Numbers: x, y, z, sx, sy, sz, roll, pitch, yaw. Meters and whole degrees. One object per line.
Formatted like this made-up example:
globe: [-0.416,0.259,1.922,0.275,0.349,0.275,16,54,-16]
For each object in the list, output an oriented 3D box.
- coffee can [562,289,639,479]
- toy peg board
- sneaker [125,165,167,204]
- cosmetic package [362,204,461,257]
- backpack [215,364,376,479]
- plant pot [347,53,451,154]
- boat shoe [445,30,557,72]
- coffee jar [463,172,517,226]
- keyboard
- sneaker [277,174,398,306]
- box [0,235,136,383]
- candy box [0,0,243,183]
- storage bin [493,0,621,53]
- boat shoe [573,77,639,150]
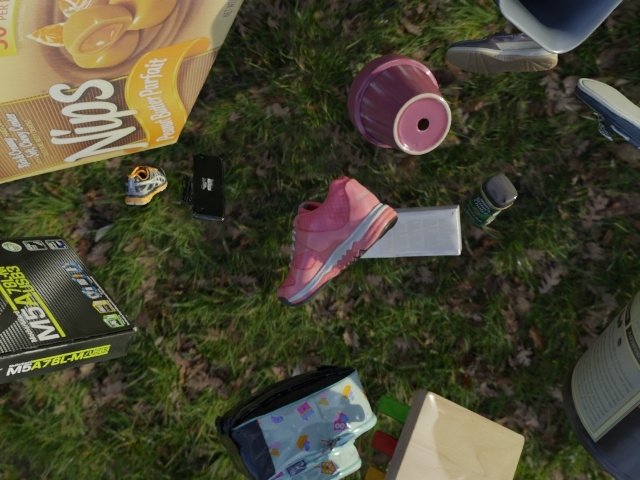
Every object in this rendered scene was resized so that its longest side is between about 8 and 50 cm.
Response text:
coffee can: [0.419,0.131,0.610,0.201,0.202,0.275,8,136,-3]
toy peg board: [0.110,0.247,0.585,0.161,0.079,0.161,30,76,-29]
sneaker: [-0.486,-0.173,1.581,0.084,0.215,0.083,-1,116,1]
cosmetic package: [0.176,-0.019,1.207,0.239,0.060,0.099,-2,104,20]
backpack: [-0.021,0.245,0.735,0.188,0.166,0.144,-27,83,-24]
plant pot: [0.178,-0.275,1.199,0.201,0.180,0.201,-9,122,-14]
boat shoe: [0.483,-0.509,1.510,0.285,0.103,0.092,8,77,23]
coffee jar: [0.475,-0.113,1.590,0.079,0.184,0.096,-29,77,-16]
keyboard: [-0.270,-0.119,1.286,0.100,0.192,0.038,9,140,-21]
sneaker: [0.001,0.000,0.994,0.136,0.116,0.314,48,132,3]
box: [-0.326,0.065,0.605,0.190,0.184,0.045,41,113,29]
candy box: [-0.175,-0.151,0.420,0.182,0.316,0.088,-20,85,-29]
storage bin: [0.155,-0.199,0.341,0.098,0.091,0.135,17,126,-36]
boat shoe: [0.664,-0.267,1.251,0.254,0.095,0.079,29,142,-1]
